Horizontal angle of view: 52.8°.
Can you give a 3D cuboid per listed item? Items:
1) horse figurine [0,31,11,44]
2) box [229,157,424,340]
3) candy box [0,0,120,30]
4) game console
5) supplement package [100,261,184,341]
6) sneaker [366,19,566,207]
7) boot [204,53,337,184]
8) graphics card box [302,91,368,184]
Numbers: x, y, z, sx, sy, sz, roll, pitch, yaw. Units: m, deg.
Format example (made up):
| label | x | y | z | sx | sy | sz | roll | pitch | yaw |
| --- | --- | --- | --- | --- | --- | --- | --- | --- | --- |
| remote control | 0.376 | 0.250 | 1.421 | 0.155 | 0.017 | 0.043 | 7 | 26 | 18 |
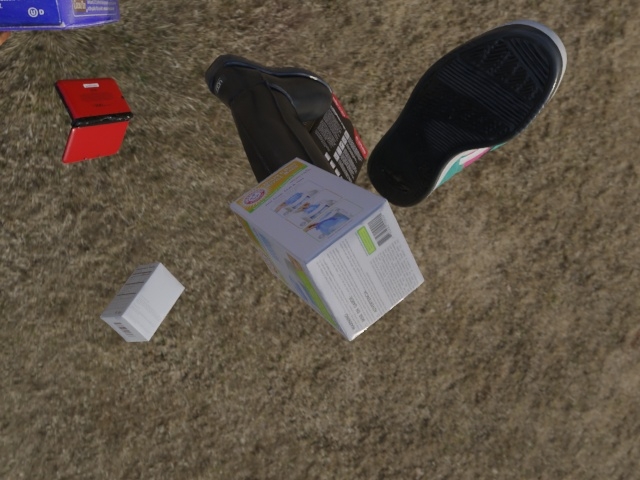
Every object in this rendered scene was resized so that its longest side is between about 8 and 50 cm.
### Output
| label | x | y | z | sx | sy | sz | roll | pitch | yaw |
| --- | --- | --- | --- | --- | --- | --- | --- | --- | --- |
| horse figurine | -0.593 | -0.303 | 1.009 | 0.263 | 0.174 | 0.066 | -37 | 160 | -26 |
| box | 0.000 | 0.000 | 0.707 | 0.103 | 0.203 | 0.114 | -37 | 123 | -13 |
| candy box | -0.256 | -0.335 | 0.512 | 0.122 | 0.268 | 0.317 | -4 | 109 | -7 |
| game console | -0.423 | -0.222 | 1.174 | 0.085 | 0.144 | 0.124 | -26 | 92 | 29 |
| supplement package | -0.455 | 0.157 | 1.655 | 0.105 | 0.105 | 0.179 | 52 | 48 | -29 |
| sneaker | 0.180 | -0.157 | 0.706 | 0.124 | 0.295 | 0.178 | 46 | 59 | -2 |
| boot | -0.038 | -0.231 | 1.496 | 0.367 | 0.445 | 0.146 | 0 | 134 | -38 |
| graphics card box | 0.005 | -0.222 | 1.808 | 0.094 | 0.371 | 0.233 | -14 | 125 | 31 |
